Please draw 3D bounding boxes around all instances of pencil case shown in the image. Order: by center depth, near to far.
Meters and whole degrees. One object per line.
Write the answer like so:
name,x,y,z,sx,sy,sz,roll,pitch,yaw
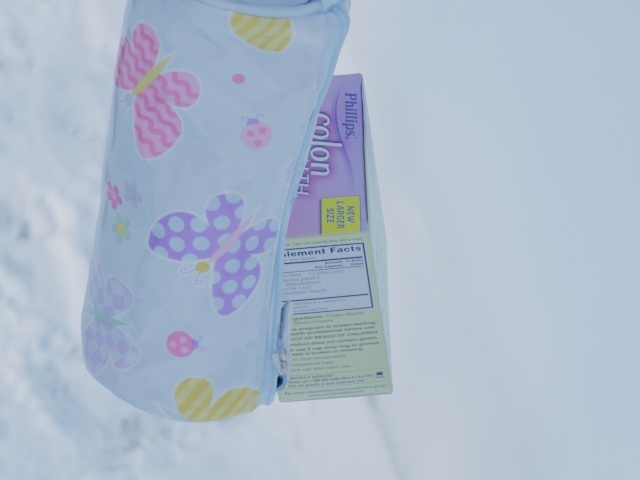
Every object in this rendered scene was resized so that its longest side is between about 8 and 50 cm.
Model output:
pencil case,-0.060,-0.033,1.015,0.124,0.273,0.113,27,33,29

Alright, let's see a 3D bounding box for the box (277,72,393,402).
box,0.000,0.000,1.818,0.117,0.243,0.214,-5,48,4
